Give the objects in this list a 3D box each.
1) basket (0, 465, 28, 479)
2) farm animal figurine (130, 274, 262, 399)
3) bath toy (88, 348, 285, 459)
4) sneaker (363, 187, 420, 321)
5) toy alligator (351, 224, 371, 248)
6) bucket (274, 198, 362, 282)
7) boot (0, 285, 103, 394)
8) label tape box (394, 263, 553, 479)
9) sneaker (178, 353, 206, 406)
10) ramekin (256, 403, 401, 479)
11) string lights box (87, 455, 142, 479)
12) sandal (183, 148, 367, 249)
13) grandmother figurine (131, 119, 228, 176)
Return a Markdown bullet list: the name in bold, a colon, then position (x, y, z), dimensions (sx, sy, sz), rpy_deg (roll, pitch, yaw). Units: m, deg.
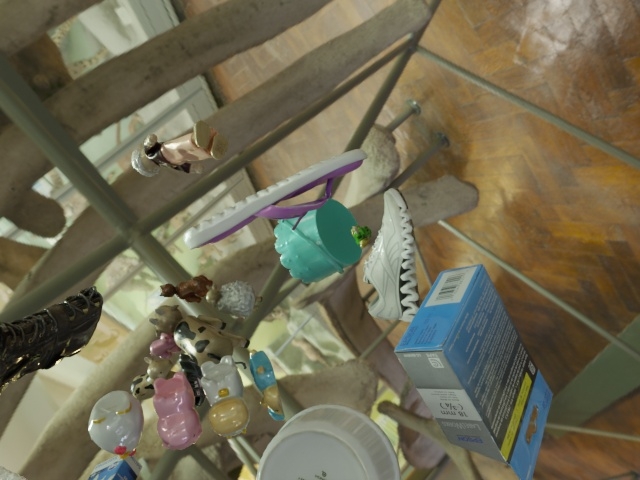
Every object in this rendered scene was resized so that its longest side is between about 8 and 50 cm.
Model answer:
- **basket**: position (-0.590, 0.618, 0.962), dimensions (0.329, 0.266, 0.331), rpy_deg (4, 132, 34)
- **farm animal figurine**: position (-0.325, 0.237, 1.220), dimensions (0.327, 0.330, 0.172), rpy_deg (6, 168, 34)
- **bath toy**: position (-0.249, 0.327, 0.968), dimensions (0.151, 0.349, 0.128), rpy_deg (-119, 17, -64)
- **sneaker**: position (0.146, 0.036, 1.092), dimensions (0.110, 0.118, 0.291), rpy_deg (-42, -52, -77)
- **toy alligator**: position (0.123, -0.022, 1.477), dimensions (0.056, 0.051, 0.189), rpy_deg (56, 178, 14)
- **bucket**: position (0.000, 0.000, 1.761), dimensions (0.183, 0.281, 0.281), rpy_deg (-26, 111, 37)
- **boot**: position (-0.405, 0.120, 0.714), dimensions (0.091, 0.229, 0.263), rpy_deg (41, 126, 10)
- **label tape box**: position (0.298, 0.250, 0.958), dimensions (0.106, 0.240, 0.333), rpy_deg (-17, 112, 43)
- **sneaker**: position (-0.326, 0.369, 1.339), dimensions (0.072, 0.077, 0.178), rpy_deg (-2, 130, 15)
- **ramekin**: position (0.006, 0.448, 0.951), dimensions (0.273, 0.273, 0.127), rpy_deg (40, -178, 20)
- **string lights box**: position (-0.629, 0.741, 1.473), dimensions (0.076, 0.133, 0.259), rpy_deg (59, -169, -15)
- **sandal**: position (-0.083, -0.066, 1.066), dimensions (0.102, 0.417, 0.169), rpy_deg (64, -170, -7)
- **grandmother figurine**: position (-0.425, -0.254, 1.496), dimensions (0.343, 0.104, 0.208), rpy_deg (-5, 145, 35)
